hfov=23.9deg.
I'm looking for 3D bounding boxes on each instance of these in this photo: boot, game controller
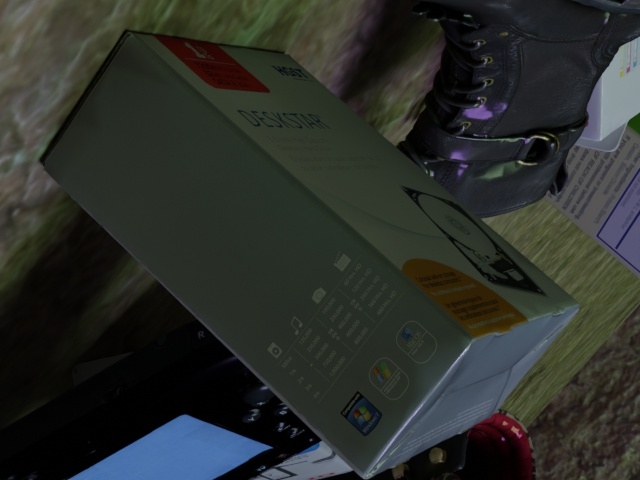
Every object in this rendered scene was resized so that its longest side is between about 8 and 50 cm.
[{"bbox_3d":[0.014,0.265,1.349,0.284,0.138,0.377,-19,-178,29],"label":"boot"},{"bbox_3d":[-0.126,0.138,0.876,0.319,0.067,0.166,-30,142,17],"label":"game controller"},{"bbox_3d":[0.090,-0.094,0.923,0.263,0.091,0.229,1,138,-31],"label":"boot"}]

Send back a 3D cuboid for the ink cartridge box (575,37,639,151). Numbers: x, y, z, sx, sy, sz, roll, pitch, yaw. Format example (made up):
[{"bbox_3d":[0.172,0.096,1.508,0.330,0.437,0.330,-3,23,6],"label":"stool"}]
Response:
[{"bbox_3d":[0.177,-0.140,1.054,0.090,0.092,0.143,-33,129,-44],"label":"ink cartridge box"}]

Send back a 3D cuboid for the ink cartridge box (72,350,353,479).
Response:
[{"bbox_3d":[-0.066,0.126,1.050,0.148,0.086,0.203,-14,164,8],"label":"ink cartridge box"}]

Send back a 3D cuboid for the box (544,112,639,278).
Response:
[{"bbox_3d":[0.302,-0.090,1.301,0.213,0.243,0.117,-31,157,-41],"label":"box"}]

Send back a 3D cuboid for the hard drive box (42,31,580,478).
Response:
[{"bbox_3d":[0.000,0.000,0.793,0.089,0.232,0.181,-54,162,18],"label":"hard drive box"}]
